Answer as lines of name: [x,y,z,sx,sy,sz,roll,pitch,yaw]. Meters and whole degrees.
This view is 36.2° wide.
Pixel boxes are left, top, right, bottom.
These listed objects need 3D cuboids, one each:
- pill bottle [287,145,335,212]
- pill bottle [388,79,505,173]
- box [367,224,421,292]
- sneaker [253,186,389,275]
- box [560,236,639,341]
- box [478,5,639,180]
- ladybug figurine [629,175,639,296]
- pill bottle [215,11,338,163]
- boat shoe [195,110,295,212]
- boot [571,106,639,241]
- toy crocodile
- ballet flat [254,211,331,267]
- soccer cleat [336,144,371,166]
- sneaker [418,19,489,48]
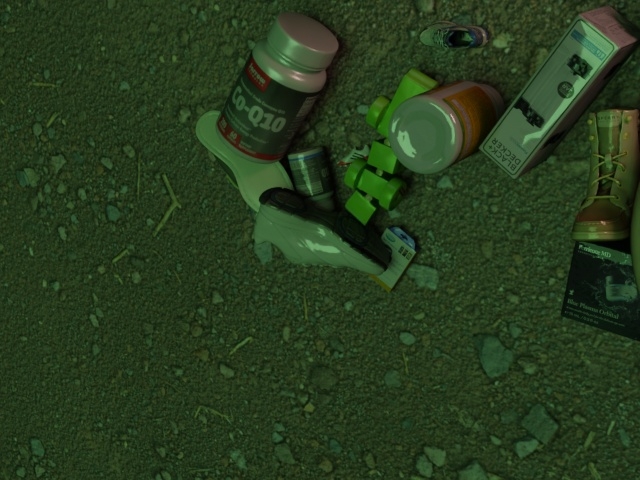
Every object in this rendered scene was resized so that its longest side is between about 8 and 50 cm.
pill bottle: [-0.016,-0.124,2.053,0.078,0.078,0.137,-6,103,35]
pill bottle: [0.236,-0.211,1.746,0.136,0.245,0.136,12,114,30]
box: [0.149,0.033,2.030,0.081,0.028,0.136,41,122,15]
sneaker: [0.000,0.000,2.012,0.297,0.111,0.129,26,123,3]
box: [0.529,0.076,1.749,0.156,0.093,0.158,18,115,28]
box: [0.409,-0.250,1.665,0.087,0.169,0.290,43,126,14]
ladybug figurine: [0.628,-0.029,1.557,0.305,0.162,0.449,3,103,-8]
pill bottle: [-0.088,-0.308,1.982,0.161,0.161,0.283,42,125,15]
boat shoe: [-0.148,-0.154,2.114,0.109,0.091,0.305,-42,76,2]
boot: [0.474,-0.113,1.613,0.095,0.262,0.203,4,108,31]
toy crocodile: [0.139,-0.176,1.925,0.115,0.105,0.340,31,117,20]
ballet flat: [-0.043,-0.008,2.124,0.241,0.091,0.077,36,154,23]
soccer cleat: [0.069,-0.174,2.011,0.083,0.029,0.036,-13,90,33]
sneaker: [0.238,-0.377,1.803,0.135,0.058,0.052,7,110,33]
